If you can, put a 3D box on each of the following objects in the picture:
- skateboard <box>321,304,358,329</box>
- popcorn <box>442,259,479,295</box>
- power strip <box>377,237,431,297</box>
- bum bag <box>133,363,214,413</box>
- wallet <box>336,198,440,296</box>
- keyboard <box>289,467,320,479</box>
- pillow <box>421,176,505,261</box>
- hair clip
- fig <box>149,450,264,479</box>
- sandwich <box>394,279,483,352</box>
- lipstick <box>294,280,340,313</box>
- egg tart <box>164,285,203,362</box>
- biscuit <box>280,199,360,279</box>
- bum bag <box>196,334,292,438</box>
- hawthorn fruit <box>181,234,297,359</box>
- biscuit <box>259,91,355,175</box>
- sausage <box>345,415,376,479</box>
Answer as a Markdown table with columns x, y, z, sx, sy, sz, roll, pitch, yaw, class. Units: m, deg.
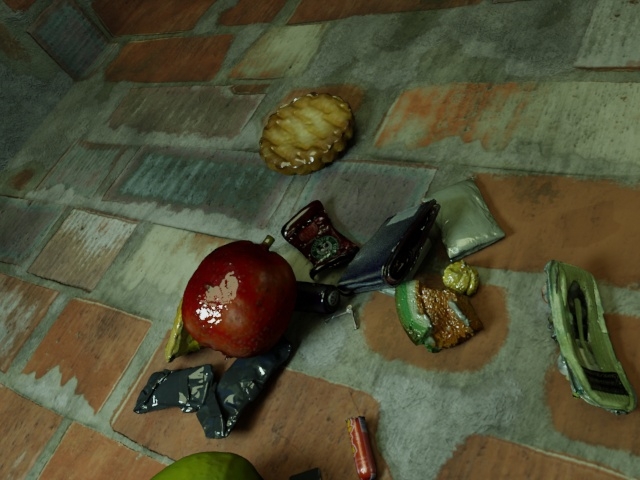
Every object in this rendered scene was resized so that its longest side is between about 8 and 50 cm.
| x | y | z | sx | sy | sz | roll | pitch | yaw | class |
| --- | --- | --- | --- | --- | --- | --- | --- | --- | --- |
| 0.048 | 0.201 | 1.458 | 0.083 | 0.032 | 0.064 | -19 | 58 | 11 | skateboard |
| 0.327 | 0.079 | 1.360 | 0.084 | 0.084 | 0.084 | -15 | 49 | 18 | popcorn |
| 0.204 | 0.058 | 1.479 | 0.081 | 0.035 | 0.192 | 17 | 65 | 39 | power strip |
| -0.378 | 0.383 | 1.523 | 0.248 | 0.060 | 0.123 | -10 | 52 | 23 | bum bag |
| 0.168 | 0.023 | 1.443 | 0.262 | 0.071 | 0.221 | -56 | 14 | -25 | wallet |
| -0.019 | 0.571 | 1.211 | 0.074 | 0.015 | 0.197 | -21 | 48 | 8 | keyboard |
| 0.353 | -0.061 | 1.483 | 0.148 | 0.050 | 0.230 | -19 | 48 | 6 | pillow |
| 0.509 | 0.192 | 1.168 | 0.091 | 0.138 | 0.321 | 125 | 154 | -48 | hair clip |
| -0.215 | 0.556 | 1.098 | 0.343 | 0.343 | 0.343 | -15 | 49 | 18 | fig |
| 0.255 | 0.150 | 1.328 | 0.159 | 0.109 | 0.185 | -27 | 47 | 10 | sandwich |
| -0.082 | 0.141 | 1.527 | 0.299 | 0.081 | 0.081 | 2 | 56 | 39 | lipstick |
| -0.338 | 0.216 | 1.558 | 0.105 | 0.241 | 0.241 | 20 | 58 | -7 | egg tart |
| -0.006 | 0.003 | 1.616 | 0.151 | 0.063 | 0.235 | -37 | 49 | -2 | biscuit |
| -0.188 | 0.343 | 1.438 | 0.137 | 0.074 | 0.310 | 11 | 48 | 39 | bum bag |
| -0.181 | 0.128 | 1.404 | 0.265 | 0.265 | 0.307 | 24 | 80 | 39 | hawthorn fruit |
| -0.041 | -0.331 | 1.874 | 0.325 | 0.107 | 0.326 | -13 | 53 | 18 | biscuit |
| 0.087 | 0.443 | 1.233 | 0.050 | 0.048 | 0.145 | -51 | 39 | 39 | sausage |
